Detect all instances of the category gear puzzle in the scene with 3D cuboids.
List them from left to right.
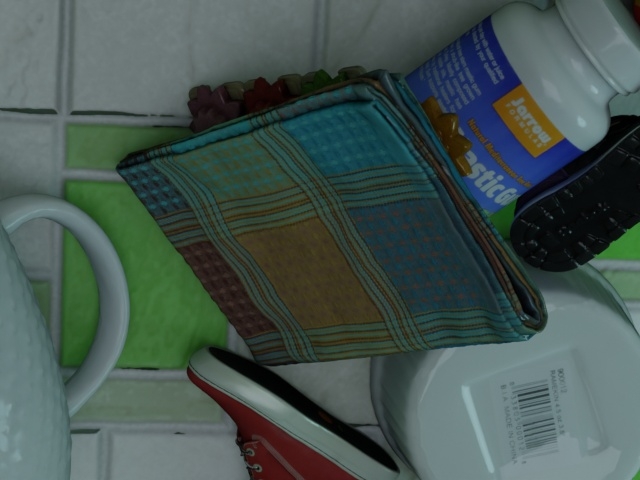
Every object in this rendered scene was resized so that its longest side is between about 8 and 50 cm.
[{"bbox_3d":[0.005,-0.065,1.545,0.044,0.339,0.175,-34,111,-38],"label":"gear puzzle"}]

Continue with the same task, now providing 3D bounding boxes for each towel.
[{"bbox_3d":[0.000,0.000,1.550,0.271,0.370,0.040,55,51,-19],"label":"towel"}]

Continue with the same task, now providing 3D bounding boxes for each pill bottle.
[{"bbox_3d":[0.165,-0.120,1.589,0.272,0.152,0.152,-35,107,20],"label":"pill bottle"}]

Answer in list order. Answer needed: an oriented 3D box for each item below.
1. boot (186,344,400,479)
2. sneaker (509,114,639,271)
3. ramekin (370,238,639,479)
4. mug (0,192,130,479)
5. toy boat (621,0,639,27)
[{"bbox_3d":[-0.066,0.226,1.722,0.244,0.088,0.176,38,99,-19],"label":"boot"},{"bbox_3d":[0.296,-0.088,1.621,0.283,0.124,0.107,-27,120,29],"label":"sneaker"},{"bbox_3d":[0.194,0.149,1.706,0.277,0.135,0.277,-2,105,-6],"label":"ramekin"},{"bbox_3d":[-0.333,0.105,1.581,0.374,0.276,0.328,-35,115,-29],"label":"mug"},{"bbox_3d":[0.428,-0.190,1.654,0.318,0.148,0.267,14,108,-18],"label":"toy boat"}]
